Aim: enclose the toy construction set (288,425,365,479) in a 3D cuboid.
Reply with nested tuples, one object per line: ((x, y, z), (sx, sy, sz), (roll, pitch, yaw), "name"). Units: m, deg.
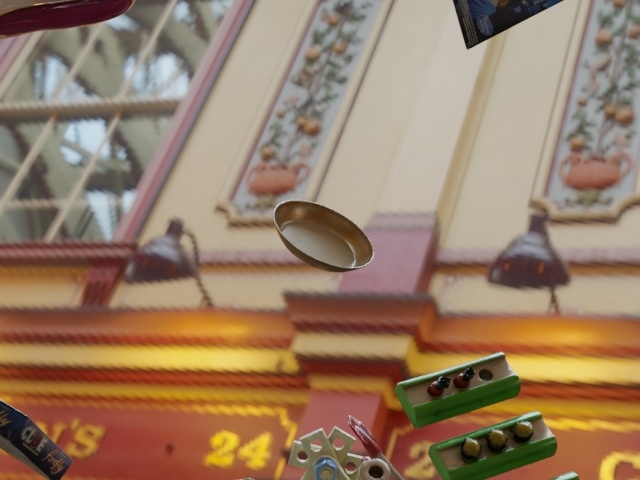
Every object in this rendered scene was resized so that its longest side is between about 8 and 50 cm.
((0.042, 0.368, 1.898), (0.215, 0.328, 0.151), (-4, -68, 2), "toy construction set")

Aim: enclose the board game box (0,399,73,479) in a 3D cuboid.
((-0.472, 0.238, 2.052), (0.243, 0.042, 0.165), (26, -20, 26), "board game box")

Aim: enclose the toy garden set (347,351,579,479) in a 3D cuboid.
((0.123, 0.209, 1.249), (0.203, 0.244, 0.049), (-15, -36, -20), "toy garden set")

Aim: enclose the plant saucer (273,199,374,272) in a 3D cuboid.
((0.000, 0.000, 1.114), (0.083, 0.083, 0.015), (25, -62, -5), "plant saucer")

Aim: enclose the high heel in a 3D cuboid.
((-0.389, -0.266, 1.753), (0.377, 0.127, 0.181), (-17, -18, -16), "high heel")

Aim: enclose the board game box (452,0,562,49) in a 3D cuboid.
((0.196, -0.287, 1.304), (0.194, 0.060, 0.194), (-14, -54, 8), "board game box")

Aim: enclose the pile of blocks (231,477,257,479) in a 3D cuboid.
((-0.020, 0.486, 2.050), (0.112, 0.149, 0.362), (-14, -67, 32), "pile of blocks")
